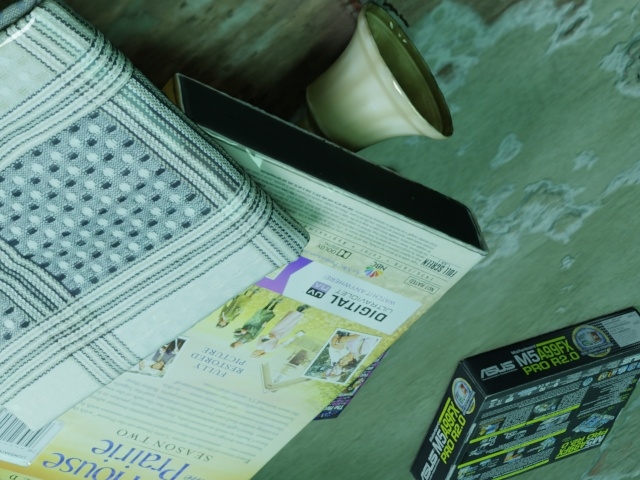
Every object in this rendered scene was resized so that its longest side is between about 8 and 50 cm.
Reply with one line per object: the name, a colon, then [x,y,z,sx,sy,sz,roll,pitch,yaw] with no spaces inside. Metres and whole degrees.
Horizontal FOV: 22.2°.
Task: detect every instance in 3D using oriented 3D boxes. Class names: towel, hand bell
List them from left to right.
towel: [-0.219,0.003,1.152,0.324,0.056,0.312,-30,135,17]
hand bell: [-0.025,-0.076,1.330,0.242,0.126,0.126,-32,150,19]

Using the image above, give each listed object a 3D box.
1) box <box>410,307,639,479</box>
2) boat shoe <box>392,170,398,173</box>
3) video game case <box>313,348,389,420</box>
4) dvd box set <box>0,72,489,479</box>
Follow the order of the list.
box: [0.258,0.199,1.964,0.270,0.060,0.216,-14,143,-29]
boat shoe: [0.000,0.000,1.455,0.207,0.073,0.073,-22,143,-22]
video game case: [-0.027,0.102,1.591,0.232,0.042,0.210,-1,134,-42]
dvd box set: [-0.110,0.075,1.343,0.307,0.062,0.420,22,126,-33]
